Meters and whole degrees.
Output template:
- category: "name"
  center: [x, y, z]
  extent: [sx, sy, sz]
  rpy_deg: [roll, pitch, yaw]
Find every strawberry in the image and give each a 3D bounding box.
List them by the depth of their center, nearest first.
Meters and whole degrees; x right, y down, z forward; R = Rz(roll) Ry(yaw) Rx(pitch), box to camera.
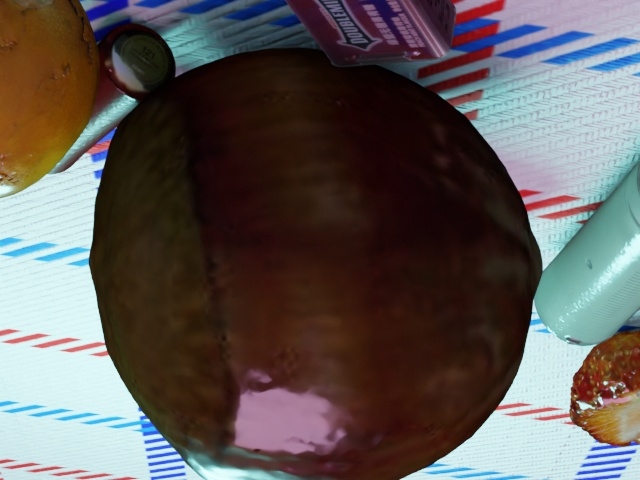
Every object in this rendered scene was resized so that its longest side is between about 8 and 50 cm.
- category: "strawberry"
  center: [0.375, 0.169, 2.279]
  extent: [0.175, 0.106, 0.236]
  rpy_deg: [8, 156, -27]

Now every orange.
- category: "orange"
  center: [-0.310, -0.145, 1.635]
  extent: [0.240, 0.240, 0.240]
  rpy_deg: [7, 157, 3]

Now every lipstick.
- category: "lipstick"
  center: [-0.224, -0.134, 1.827]
  extent: [0.080, 0.080, 0.241]
  rpy_deg: [20, 154, -24]

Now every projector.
- category: "projector"
  center: [0.318, 0.009, 1.927]
  extent: [0.108, 0.108, 0.337]
  rpy_deg: [12, 157, -7]

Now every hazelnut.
- category: "hazelnut"
  center: [-0.003, 0.025, 1.695]
  extent: [0.421, 0.420, 0.352]
  rpy_deg: [5, 151, 10]

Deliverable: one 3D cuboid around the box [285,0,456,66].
- category: "box"
  center: [0.020, -0.225, 1.541]
  extent: [0.120, 0.069, 0.224]
  rpy_deg: [-3, 154, 26]
